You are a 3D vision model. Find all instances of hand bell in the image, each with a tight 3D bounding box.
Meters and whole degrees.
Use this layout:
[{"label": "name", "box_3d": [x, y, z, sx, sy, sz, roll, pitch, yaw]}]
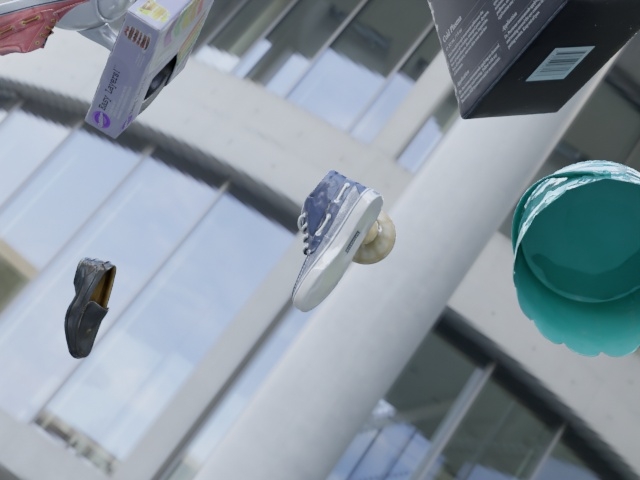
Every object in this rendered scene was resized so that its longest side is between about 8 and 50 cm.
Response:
[{"label": "hand bell", "box_3d": [0.079, -0.031, 2.631, 0.126, 0.126, 0.242, 31, -4, 13]}]

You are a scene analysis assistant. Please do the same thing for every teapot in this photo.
[{"label": "teapot", "box_3d": [-0.410, -0.491, 2.356, 0.187, 0.252, 0.256, 22, -5, 16]}]

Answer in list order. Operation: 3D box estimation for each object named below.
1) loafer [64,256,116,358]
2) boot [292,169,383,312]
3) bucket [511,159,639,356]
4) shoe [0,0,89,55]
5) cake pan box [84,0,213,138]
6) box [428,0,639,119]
[{"label": "loafer", "box_3d": [-0.377, 0.112, 2.128, 0.061, 0.170, 0.062, 4, -5, 32]}, {"label": "boot", "box_3d": [0.000, 0.000, 1.725, 0.086, 0.190, 0.069, 30, -11, 25]}, {"label": "bucket", "box_3d": [0.417, 0.016, 1.944, 0.281, 0.183, 0.281, 2, -72, 6]}, {"label": "shoe", "box_3d": [-0.424, -0.338, 1.987, 0.178, 0.063, 0.081, -12, -75, 8]}, {"label": "cake pan box", "box_3d": [-0.265, -0.319, 2.090, 0.070, 0.246, 0.267, 35, -46, 2]}, {"label": "box", "box_3d": [0.310, -0.396, 1.894, 0.343, 0.179, 0.312, 130, -51, -60]}]
